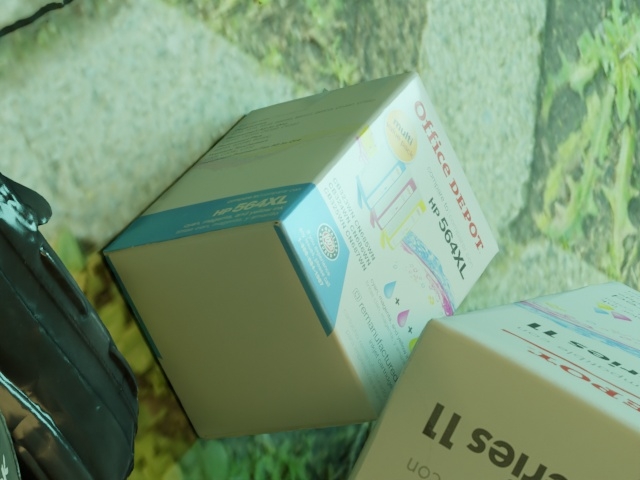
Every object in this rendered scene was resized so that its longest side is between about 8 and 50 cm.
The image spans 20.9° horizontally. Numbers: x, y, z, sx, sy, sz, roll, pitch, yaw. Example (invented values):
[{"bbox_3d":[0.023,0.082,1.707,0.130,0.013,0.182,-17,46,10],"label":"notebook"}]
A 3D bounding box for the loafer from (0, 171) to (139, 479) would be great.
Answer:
[{"bbox_3d":[-0.125,0.002,0.551,0.223,0.076,0.078,62,34,-30],"label":"loafer"}]

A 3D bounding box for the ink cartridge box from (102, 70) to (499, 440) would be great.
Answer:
[{"bbox_3d":[0.000,0.000,0.704,0.143,0.090,0.092,-49,120,-47],"label":"ink cartridge box"}]

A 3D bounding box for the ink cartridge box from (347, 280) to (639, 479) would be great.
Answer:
[{"bbox_3d":[0.137,0.119,0.688,0.119,0.207,0.353,-65,160,12],"label":"ink cartridge box"}]

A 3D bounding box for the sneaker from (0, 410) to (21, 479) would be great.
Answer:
[{"bbox_3d":[-0.121,0.089,0.501,0.234,0.106,0.078,52,45,-33],"label":"sneaker"}]
